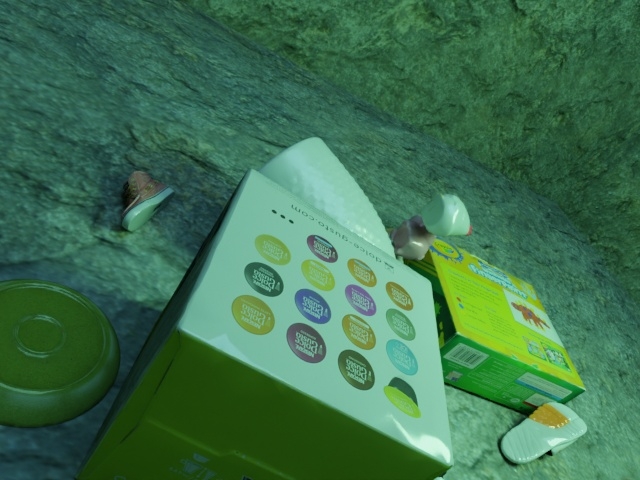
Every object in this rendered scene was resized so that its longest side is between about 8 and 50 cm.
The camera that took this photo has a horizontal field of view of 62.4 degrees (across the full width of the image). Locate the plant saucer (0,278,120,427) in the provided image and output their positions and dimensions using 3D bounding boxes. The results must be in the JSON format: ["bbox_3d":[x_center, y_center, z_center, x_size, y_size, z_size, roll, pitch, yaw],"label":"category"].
[{"bbox_3d":[-0.394,0.139,0.735,0.240,0.037,0.241,28,32,-19],"label":"plant saucer"}]

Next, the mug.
[{"bbox_3d":[0.000,0.000,1.161,0.328,0.276,0.374,51,1,5],"label":"mug"}]

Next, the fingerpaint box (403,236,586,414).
[{"bbox_3d":[0.419,0.217,1.390,0.444,0.163,0.371,25,34,-24],"label":"fingerpaint box"}]

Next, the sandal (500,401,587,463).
[{"bbox_3d":[0.519,0.471,1.263,0.265,0.076,0.102,-12,42,-28],"label":"sandal"}]

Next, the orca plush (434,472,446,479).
[{"bbox_3d":[0.121,0.395,0.942,0.287,0.102,0.151,36,74,14],"label":"orca plush"}]

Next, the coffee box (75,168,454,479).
[{"bbox_3d":[-0.066,0.182,0.736,0.337,0.338,0.334,31,32,-14],"label":"coffee box"}]

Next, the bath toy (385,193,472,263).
[{"bbox_3d":[0.222,0.005,1.277,0.128,0.348,0.152,21,50,-29],"label":"bath toy"}]

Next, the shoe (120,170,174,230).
[{"bbox_3d":[-0.362,-0.082,1.041,0.081,0.063,0.178,35,25,-4],"label":"shoe"}]
